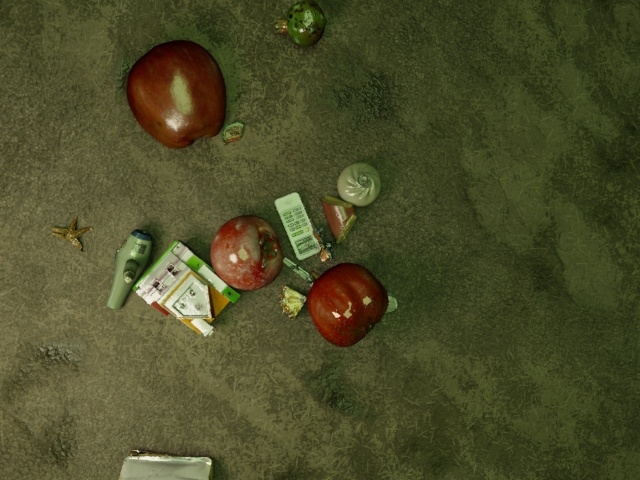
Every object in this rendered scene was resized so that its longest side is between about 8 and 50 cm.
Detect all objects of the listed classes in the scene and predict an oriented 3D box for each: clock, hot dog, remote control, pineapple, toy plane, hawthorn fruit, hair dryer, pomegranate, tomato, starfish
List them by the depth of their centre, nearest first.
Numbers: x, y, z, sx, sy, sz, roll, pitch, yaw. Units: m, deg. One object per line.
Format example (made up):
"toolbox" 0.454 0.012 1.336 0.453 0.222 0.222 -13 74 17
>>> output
"hair dryer" -0.679 0.142 1.621 0.118 0.298 0.296 21 118 -20
"tomato" -0.269 0.047 1.669 0.227 0.270 0.270 -16 92 27
"clock" -0.465 0.188 1.684 0.309 0.166 0.235 41 84 2
"starfish" -0.885 -0.013 1.686 0.133 0.041 0.130 -26 94 -7
"hawthorn fruit" 0.073 0.209 1.702 0.287 0.287 0.330 -45 60 -6
"pomegranate" -0.075 -0.816 1.766 0.205 0.159 0.159 1 89 17
"toy plane" 0.010 -0.005 1.778 0.062 0.135 0.188 -19 81 13
"pineapple" -0.101 0.228 1.780 0.116 0.069 0.137 -17 90 -7
"remote control" -0.088 -0.055 1.804 0.103 0.034 0.250 -22 93 -8
"hot dog" 0.207 0.257 1.833 0.192 0.053 0.099 -17 92 -4

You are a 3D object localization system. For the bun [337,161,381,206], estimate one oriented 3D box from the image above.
"bun" 0.151 -0.217 1.799 0.172 0.120 0.173 0 87 -7

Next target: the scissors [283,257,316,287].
"scissors" -0.019 0.167 1.815 0.317 0.024 0.160 37 85 -6

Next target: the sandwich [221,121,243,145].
"sandwich" -0.332 -0.411 1.778 0.101 0.026 0.069 -27 92 -8

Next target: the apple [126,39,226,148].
"apple" -0.513 -0.526 1.710 0.328 0.295 0.365 -23 92 30

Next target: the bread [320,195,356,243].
"bread" 0.073 -0.094 1.795 0.067 0.119 0.192 -22 89 -50

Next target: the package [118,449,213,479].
"package" -0.548 0.854 1.685 0.311 0.221 0.165 4 49 -6
